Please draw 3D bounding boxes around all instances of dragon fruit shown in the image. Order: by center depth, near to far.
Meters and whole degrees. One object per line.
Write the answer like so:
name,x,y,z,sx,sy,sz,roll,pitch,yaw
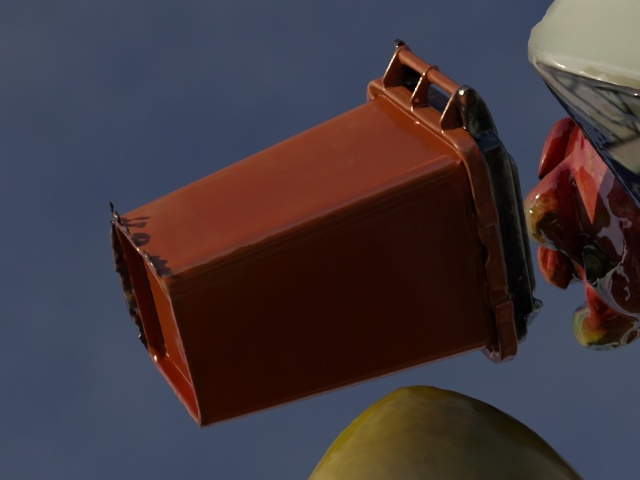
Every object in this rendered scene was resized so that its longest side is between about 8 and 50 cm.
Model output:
dragon fruit,0.260,-0.062,1.305,0.243,0.227,0.307,15,-51,40

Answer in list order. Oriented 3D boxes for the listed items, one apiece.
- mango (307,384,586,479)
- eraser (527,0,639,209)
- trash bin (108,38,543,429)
mango,0.118,0.286,0.996,0.220,0.301,0.445,-12,-83,53
eraser,0.171,-0.007,0.650,0.068,0.124,0.210,-52,-54,-13
trash bin,0.000,0.000,1.194,0.238,0.161,0.184,-19,-62,-16
